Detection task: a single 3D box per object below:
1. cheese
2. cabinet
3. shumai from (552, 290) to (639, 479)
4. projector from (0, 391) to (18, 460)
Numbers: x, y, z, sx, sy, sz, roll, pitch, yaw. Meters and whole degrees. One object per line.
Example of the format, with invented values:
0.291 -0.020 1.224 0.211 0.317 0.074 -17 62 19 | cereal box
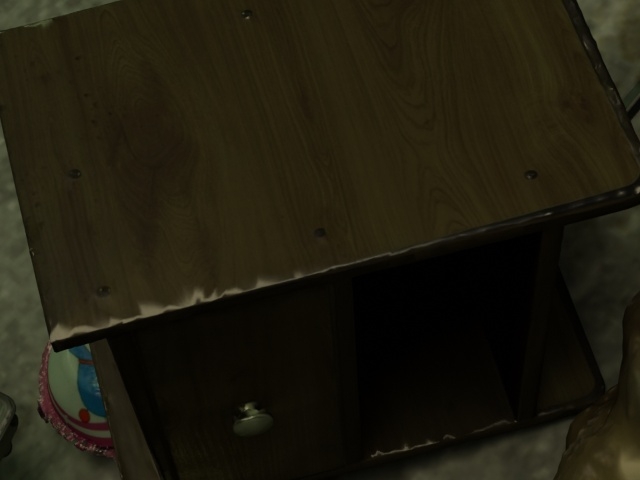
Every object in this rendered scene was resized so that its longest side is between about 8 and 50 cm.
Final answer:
-0.081 0.071 0.734 0.095 0.038 0.145 -28 57 2 | cheese
0.000 0.000 0.642 0.215 0.175 0.148 -14 58 -5 | cabinet
0.157 0.099 0.580 0.175 0.166 0.206 -37 39 4 | shumai
-0.198 0.124 0.703 0.115 0.061 0.147 -3 57 61 | projector
